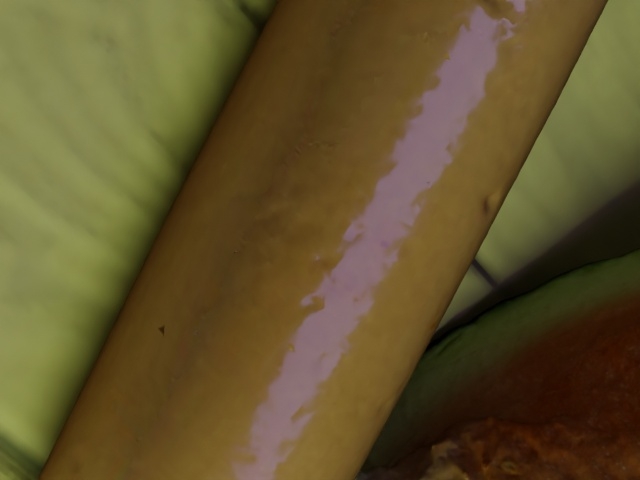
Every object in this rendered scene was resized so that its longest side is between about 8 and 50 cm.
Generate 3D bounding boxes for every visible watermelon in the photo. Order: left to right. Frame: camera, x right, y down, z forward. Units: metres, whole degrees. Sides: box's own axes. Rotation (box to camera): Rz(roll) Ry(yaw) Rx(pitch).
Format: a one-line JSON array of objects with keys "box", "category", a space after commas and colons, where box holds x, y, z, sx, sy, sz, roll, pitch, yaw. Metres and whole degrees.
[{"box": [0.093, 0.059, 0.611, 0.245, 0.119, 0.063, -24, 113, 1], "category": "watermelon"}]

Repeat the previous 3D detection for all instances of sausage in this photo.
[{"box": [0.000, -0.001, 0.554, 0.086, 0.086, 0.289, 24, 98, -37], "category": "sausage"}]
